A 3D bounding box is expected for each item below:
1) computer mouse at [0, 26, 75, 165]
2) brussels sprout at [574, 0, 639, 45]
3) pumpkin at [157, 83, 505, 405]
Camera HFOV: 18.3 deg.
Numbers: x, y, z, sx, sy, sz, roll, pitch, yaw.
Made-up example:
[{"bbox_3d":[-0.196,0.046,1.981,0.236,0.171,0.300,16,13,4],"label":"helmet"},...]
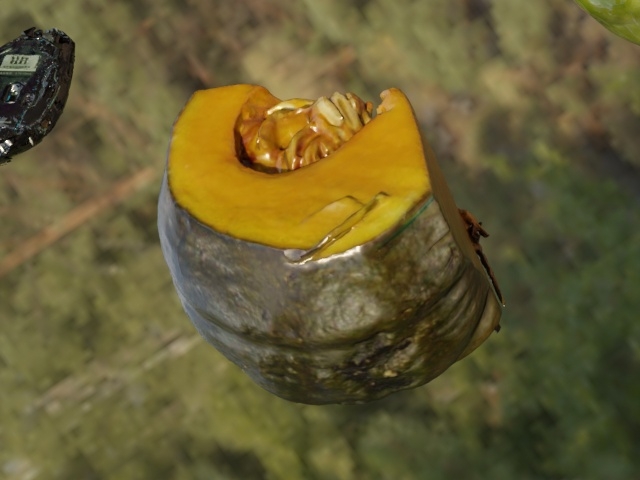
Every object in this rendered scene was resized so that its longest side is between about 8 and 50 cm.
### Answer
[{"bbox_3d":[-0.381,-0.176,2.508,0.077,0.146,0.242,71,-150,-49],"label":"computer mouse"},{"bbox_3d":[0.286,-0.221,1.277,0.328,0.247,0.328,13,-165,-3],"label":"brussels sprout"},{"bbox_3d":[0.000,0.000,1.764,0.225,0.303,0.256,64,-144,-45],"label":"pumpkin"}]
